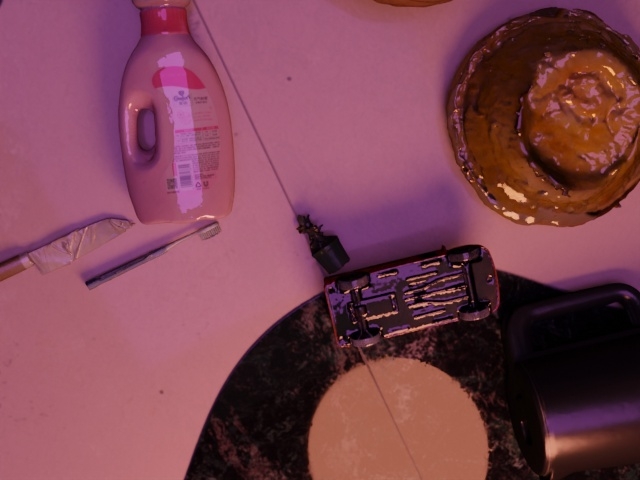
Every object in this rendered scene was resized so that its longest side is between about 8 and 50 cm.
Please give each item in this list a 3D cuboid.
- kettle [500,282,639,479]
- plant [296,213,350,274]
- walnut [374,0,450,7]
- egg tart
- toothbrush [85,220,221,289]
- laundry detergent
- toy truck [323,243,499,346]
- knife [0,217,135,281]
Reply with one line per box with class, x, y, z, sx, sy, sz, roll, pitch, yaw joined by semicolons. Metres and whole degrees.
kettle;0.457;0.219;1.117;0.307;0.203;0.262;-9;103;-2
plant;0.000;0.000;1.097;0.051;0.051;0.102;-38;97;1
walnut;0.107;-0.430;0.960;0.260;0.225;0.225;24;96;-11
egg tart;0.365;-0.177;1.071;0.344;0.132;0.346;-1;98;-8
toothbrush;-0.251;0.024;1.089;0.219;0.016;0.019;-25;110;-3
laundry detergent;-0.209;-0.194;1.021;0.158;0.088;0.336;-6;99;-5
toy truck;0.134;0.076;1.094;0.252;0.114;0.108;-13;100;-3
knife;-0.414;0.030;1.071;0.297;0.017;0.047;-26;104;-6
